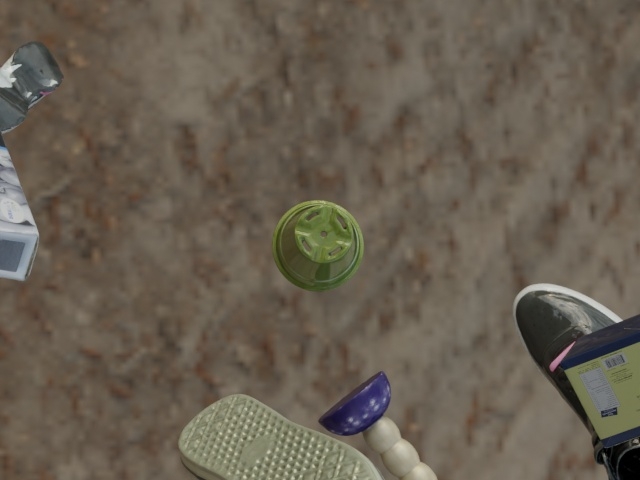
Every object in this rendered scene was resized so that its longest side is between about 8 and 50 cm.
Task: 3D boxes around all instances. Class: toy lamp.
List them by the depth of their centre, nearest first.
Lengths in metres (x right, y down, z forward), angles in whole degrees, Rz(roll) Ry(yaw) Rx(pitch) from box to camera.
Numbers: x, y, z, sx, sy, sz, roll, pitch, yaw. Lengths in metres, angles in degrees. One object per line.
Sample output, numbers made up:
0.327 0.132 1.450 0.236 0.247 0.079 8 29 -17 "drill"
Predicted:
0.112 0.237 1.683 0.274 0.080 0.080 52 34 -1 "toy lamp"

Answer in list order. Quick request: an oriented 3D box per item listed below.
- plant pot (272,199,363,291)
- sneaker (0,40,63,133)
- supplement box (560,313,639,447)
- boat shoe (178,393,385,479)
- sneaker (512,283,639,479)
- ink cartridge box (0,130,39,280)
0.000 0.000 1.760 0.079 0.083 0.083 116 -25 -82 "plant pot"
-0.319 -0.127 1.926 0.072 0.077 0.178 53 33 1 "sneaker"
0.257 0.112 1.636 0.083 0.083 0.056 62 30 -7 "supplement box"
-0.023 0.339 2.455 0.187 0.500 0.156 -37 116 -13 "boat shoe"
0.303 0.165 2.081 0.296 0.104 0.147 50 15 7 "sneaker"
-0.305 -0.049 1.316 0.208 0.206 0.045 8 114 -22 "ink cartridge box"
